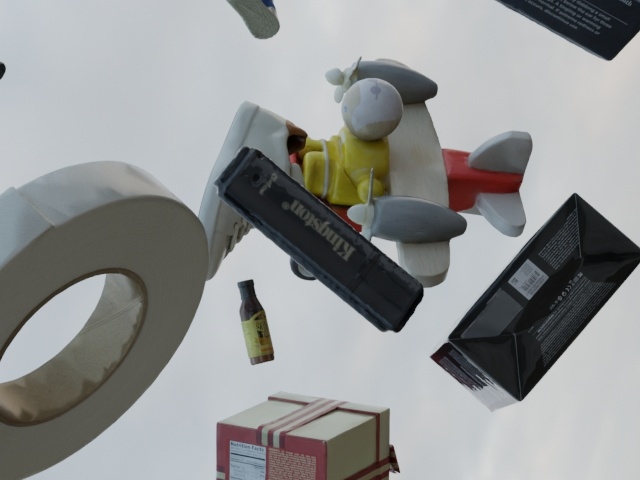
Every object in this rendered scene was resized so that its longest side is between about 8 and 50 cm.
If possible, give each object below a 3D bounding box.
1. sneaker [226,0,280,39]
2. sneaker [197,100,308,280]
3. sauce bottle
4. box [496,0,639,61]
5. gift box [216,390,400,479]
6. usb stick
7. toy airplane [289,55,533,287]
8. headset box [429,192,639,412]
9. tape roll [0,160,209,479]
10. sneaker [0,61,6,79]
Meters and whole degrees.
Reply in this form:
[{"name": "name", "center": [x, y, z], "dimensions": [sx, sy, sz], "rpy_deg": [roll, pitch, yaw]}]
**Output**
[{"name": "sneaker", "center": [-0.098, -0.334, 2.224], "dimensions": [0.152, 0.058, 0.085], "rpy_deg": [57, -167, -48]}, {"name": "sneaker", "center": [-0.087, -0.058, 2.270], "dimensions": [0.106, 0.123, 0.290], "rpy_deg": [110, 180, -55]}, {"name": "sauce bottle", "center": [-0.100, 0.123, 2.625], "dimensions": [0.042, 0.042, 0.128], "rpy_deg": [-10, -93, -67]}, {"name": "box", "center": [0.410, -0.491, 2.287], "dimensions": [0.395, 0.212, 0.294], "rpy_deg": [-48, 26, 37]}, {"name": "gift box", "center": [-0.030, 0.415, 2.983], "dimensions": [0.258, 0.255, 0.276], "rpy_deg": [-19, -64, -58]}, {"name": "usb stick", "center": [0.000, 0.000, 2.012], "dimensions": [0.077, 0.278, 0.045], "rpy_deg": [-52, 7, -15]}, {"name": "toy airplane", "center": [0.113, -0.113, 2.463], "dimensions": [0.384, 0.386, 0.272], "rpy_deg": [-41, -43, -30]}, {"name": "headset box", "center": [0.240, 0.079, 2.004], "dimensions": [0.218, 0.110, 0.293], "rpy_deg": [-48, -5, -7]}, {"name": "tape roll", "center": [-0.282, 0.091, 1.818], "dimensions": [0.392, 0.072, 0.392], "rpy_deg": [-36, -30, -24]}, {"name": "sneaker", "center": [-0.400, -0.191, 1.989], "dimensions": [0.031, 0.083, 0.035], "rpy_deg": [65, -173, -51]}]
